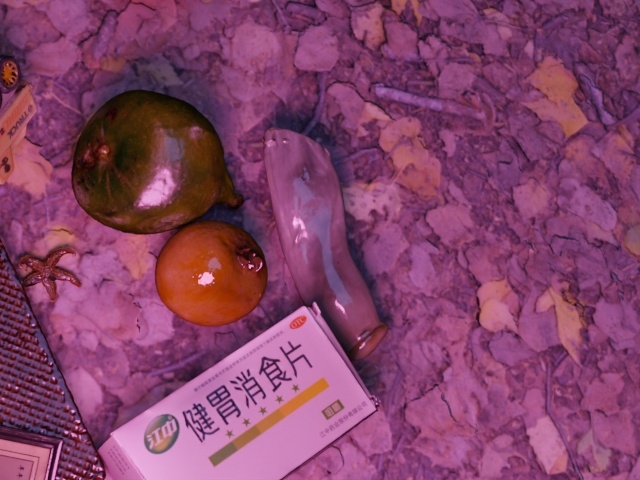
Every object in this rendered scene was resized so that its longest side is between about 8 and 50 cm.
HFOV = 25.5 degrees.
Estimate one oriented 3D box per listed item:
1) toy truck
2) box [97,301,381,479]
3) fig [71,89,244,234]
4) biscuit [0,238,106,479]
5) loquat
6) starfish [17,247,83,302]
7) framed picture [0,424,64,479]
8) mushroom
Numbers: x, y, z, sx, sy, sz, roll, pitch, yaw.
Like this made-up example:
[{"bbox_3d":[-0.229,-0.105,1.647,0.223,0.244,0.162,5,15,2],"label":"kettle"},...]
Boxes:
[{"bbox_3d":[-0.467,-0.118,1.824,0.124,0.157,0.272,5,48,26],"label":"toy truck"},{"bbox_3d":[-0.103,0.243,1.828,0.333,0.145,0.173,-33,85,-24],"label":"box"},{"bbox_3d":[-0.204,-0.096,1.934,0.235,0.203,0.203,18,59,-55],"label":"fig"},{"bbox_3d":[-0.399,0.157,1.804,0.107,0.073,0.388,-22,79,-25],"label":"biscuit"},{"bbox_3d":[-0.144,0.044,1.885,0.163,0.163,0.137,20,39,-10],"label":"loquat"},{"bbox_3d":[-0.358,0.043,1.883,0.091,0.028,0.078,20,72,-13],"label":"starfish"},{"bbox_3d":[-0.423,0.317,1.720,0.199,0.010,0.195,11,84,4],"label":"framed picture"},{"bbox_3d":[-0.002,0.001,1.982,0.109,0.097,0.351,-15,80,-20],"label":"mushroom"}]
